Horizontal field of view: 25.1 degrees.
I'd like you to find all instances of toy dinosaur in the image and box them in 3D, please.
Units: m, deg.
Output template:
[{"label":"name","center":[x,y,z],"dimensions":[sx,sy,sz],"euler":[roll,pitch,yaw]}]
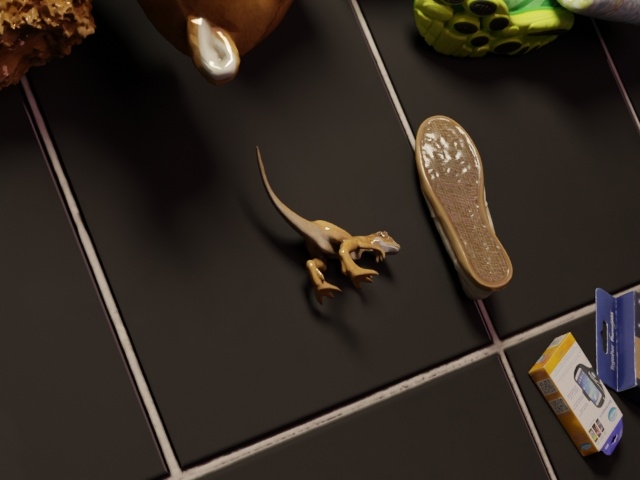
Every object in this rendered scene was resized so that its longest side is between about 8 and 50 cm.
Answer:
[{"label":"toy dinosaur","center":[0.000,0.000,1.447],"dimensions":[0.211,0.064,0.112],"euler":[26,34,-45]}]

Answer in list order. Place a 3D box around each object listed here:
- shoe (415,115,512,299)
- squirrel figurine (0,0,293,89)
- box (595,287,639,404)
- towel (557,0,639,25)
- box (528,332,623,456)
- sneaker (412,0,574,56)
[{"label":"shoe","center":[0.153,-0.035,1.617],"dimensions":[0.076,0.058,0.219],"euler":[-11,71,-16]},{"label":"squirrel figurine","center":[-0.202,-0.291,1.244],"dimensions":[0.370,0.397,0.281],"euler":[59,-5,-32]},{"label":"box","center":[0.429,0.154,1.802],"dimensions":[0.225,0.036,0.136],"euler":[29,51,-30]},{"label":"towel","center":[0.337,-0.462,1.904],"dimensions":[0.320,0.090,0.375],"euler":[-9,77,-55]},{"label":"box","center":[0.300,0.184,1.663],"dimensions":[0.136,0.028,0.081],"euler":[58,41,-8]},{"label":"sneaker","center":[0.198,-0.298,1.770],"dimensions":[0.295,0.109,0.124],"euler":[-3,63,-53]}]
